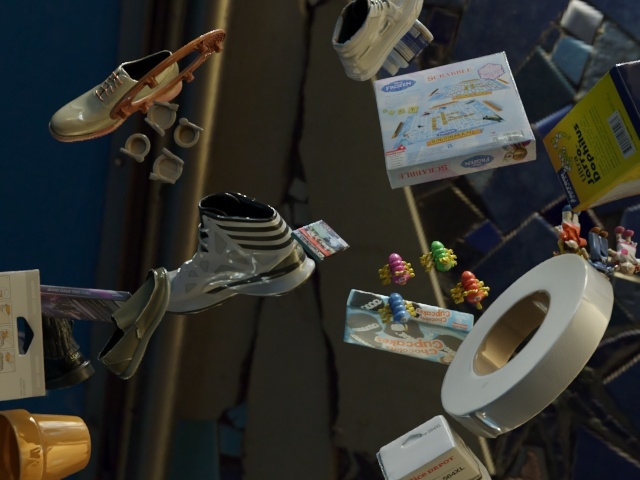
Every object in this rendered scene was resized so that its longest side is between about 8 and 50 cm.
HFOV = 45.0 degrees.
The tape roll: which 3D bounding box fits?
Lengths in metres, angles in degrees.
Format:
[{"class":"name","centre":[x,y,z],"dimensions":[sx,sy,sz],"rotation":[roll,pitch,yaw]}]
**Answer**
[{"class":"tape roll","centre":[0.381,0.194,1.460],"dimensions":[0.392,0.072,0.392],"rotation":[-50,6,7]}]

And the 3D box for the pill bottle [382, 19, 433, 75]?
[{"class":"pill bottle","centre":[0.184,-0.423,1.701],"dimensions":[0.120,0.067,0.067],"rotation":[-46,-14,9]}]

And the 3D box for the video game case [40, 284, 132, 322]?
[{"class":"video game case","centre":[-0.547,0.150,1.789],"dimensions":[0.196,0.274,0.026],"rotation":[79,-163,-67]}]

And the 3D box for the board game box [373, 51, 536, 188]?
[{"class":"board game box","centre":[0.294,-0.277,1.754],"dimensions":[0.066,0.319,0.318],"rotation":[70,-167,-47]}]

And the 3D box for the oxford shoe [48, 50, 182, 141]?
[{"class":"oxford shoe","centre":[-0.569,-0.408,2.117],"dimensions":[0.397,0.140,0.146],"rotation":[-35,-21,-20]}]

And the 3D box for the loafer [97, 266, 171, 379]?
[{"class":"loafer","centre":[-0.395,0.168,1.642],"dimensions":[0.094,0.087,0.251],"rotation":[3,69,62]}]

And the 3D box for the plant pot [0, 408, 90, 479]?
[{"class":"plant pot","centre":[-0.651,0.487,1.802],"dimensions":[0.188,0.205,0.205],"rotation":[0,-71,-45]}]

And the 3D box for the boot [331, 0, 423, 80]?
[{"class":"boot","centre":[0.115,-0.451,1.536],"dimensions":[0.258,0.095,0.123],"rotation":[-61,-31,-12]}]

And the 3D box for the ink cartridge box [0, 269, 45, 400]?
[{"class":"ink cartridge box","centre":[-0.727,0.202,1.631],"dimensions":[0.261,0.066,0.296],"rotation":[-4,-75,-25]}]

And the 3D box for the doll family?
[{"class":"doll family","centre":[0.697,0.036,2.000],"dimensions":[0.118,0.263,0.163],"rotation":[124,162,-54]}]

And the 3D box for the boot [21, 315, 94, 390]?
[{"class":"boot","centre":[-0.768,0.268,2.075],"dimensions":[0.131,0.348,0.260],"rotation":[-40,-70,-54]}]

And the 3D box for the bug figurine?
[{"class":"bug figurine","centre":[0.265,0.104,1.910],"dimensions":[0.072,0.279,0.216],"rotation":[85,166,-53]}]

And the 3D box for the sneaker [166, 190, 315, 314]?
[{"class":"sneaker","centre":[-0.250,0.013,1.792],"dimensions":[0.257,0.448,0.169],"rotation":[63,-149,-24]}]

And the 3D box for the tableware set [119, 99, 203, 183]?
[{"class":"tableware set","centre":[-0.337,-0.213,1.662],"dimensions":[0.168,0.141,0.020],"rotation":[-58,-8,-1]}]

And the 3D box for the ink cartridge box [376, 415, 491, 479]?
[{"class":"ink cartridge box","centre":[0.223,0.445,1.457],"dimensions":[0.203,0.148,0.086],"rotation":[50,-169,-33]}]

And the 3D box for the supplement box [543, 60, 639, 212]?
[{"class":"supplement box","centre":[0.653,-0.222,1.625],"dimensions":[0.356,0.194,0.195],"rotation":[114,140,-72]}]

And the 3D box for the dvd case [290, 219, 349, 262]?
[{"class":"dvd case","centre":[0.000,0.000,1.619],"dimensions":[0.119,0.087,0.013],"rotation":[-25,-25,-55]}]

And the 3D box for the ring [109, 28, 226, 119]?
[{"class":"ring","centre":[-0.350,-0.380,1.813],"dimensions":[0.337,0.032,0.336],"rotation":[-36,8,6]}]

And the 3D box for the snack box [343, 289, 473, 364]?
[{"class":"snack box","centre":[0.226,0.233,2.037],"dimensions":[0.187,0.322,0.060],"rotation":[92,-168,-53]}]
